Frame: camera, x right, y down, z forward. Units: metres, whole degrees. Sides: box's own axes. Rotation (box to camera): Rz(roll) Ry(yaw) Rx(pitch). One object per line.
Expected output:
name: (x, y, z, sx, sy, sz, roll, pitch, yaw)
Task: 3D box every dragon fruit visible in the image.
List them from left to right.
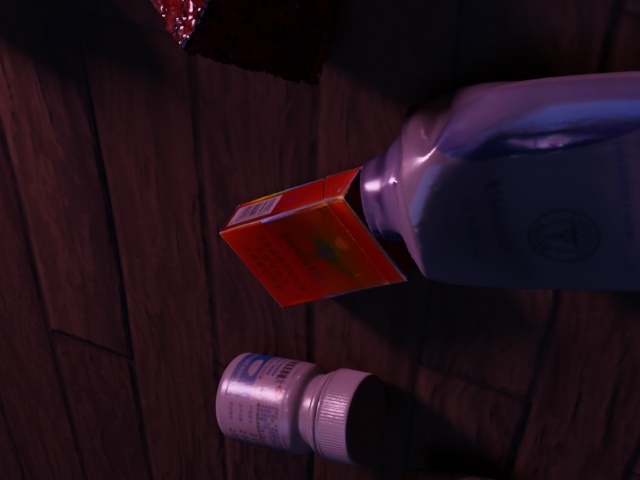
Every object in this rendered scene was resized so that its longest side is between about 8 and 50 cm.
dragon fruit: (-0.053, -0.205, 1.011, 0.161, 0.120, 0.127, 15, 127, -41)

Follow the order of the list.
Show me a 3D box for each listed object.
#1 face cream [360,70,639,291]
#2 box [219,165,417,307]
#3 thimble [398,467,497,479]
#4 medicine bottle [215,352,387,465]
face cream: (0.236, -0.043, 0.997, 0.420, 0.137, 0.235, -2, 132, 19)
box: (0.001, -0.001, 1.225, 0.175, 0.048, 0.112, -14, 123, 43)
thimble: (0.165, 0.339, 1.433, 0.143, 0.137, 0.190, 4, 147, 31)
medicine bottle: (-0.022, 0.184, 1.405, 0.168, 0.105, 0.105, 7, 137, 28)
